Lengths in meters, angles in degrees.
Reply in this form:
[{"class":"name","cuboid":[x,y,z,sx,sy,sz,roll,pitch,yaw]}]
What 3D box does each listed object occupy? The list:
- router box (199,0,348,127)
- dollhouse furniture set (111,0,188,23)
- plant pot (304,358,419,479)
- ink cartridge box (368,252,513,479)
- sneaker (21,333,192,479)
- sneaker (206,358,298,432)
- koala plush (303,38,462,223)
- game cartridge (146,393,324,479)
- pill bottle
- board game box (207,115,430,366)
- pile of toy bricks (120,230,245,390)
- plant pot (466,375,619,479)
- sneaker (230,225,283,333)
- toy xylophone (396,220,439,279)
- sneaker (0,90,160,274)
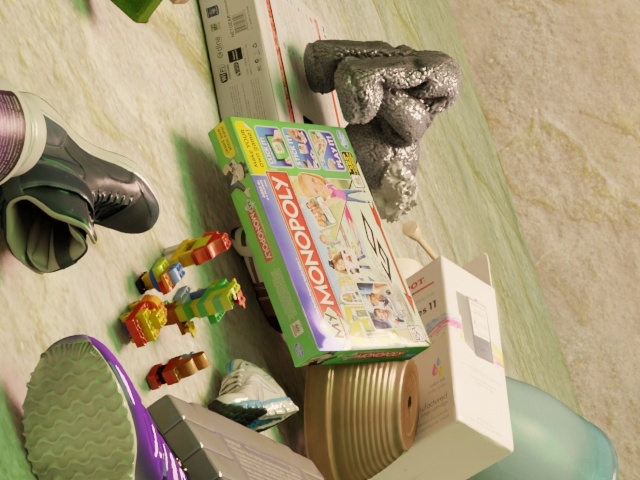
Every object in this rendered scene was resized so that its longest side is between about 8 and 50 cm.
[{"class":"router box","cuboid":[-0.051,-0.194,2.243,0.301,0.082,0.335,31,44,-64]},{"class":"dollhouse furniture set","cuboid":[-0.253,-0.410,1.879,0.301,0.151,0.197,42,13,1]},{"class":"plant pot","cuboid":[0.062,0.207,2.047,0.237,0.110,0.237,2,90,-75]},{"class":"ink cartridge box","cuboid":[0.141,0.169,2.235,0.119,0.207,0.353,31,39,-31]},{"class":"sneaker","cuboid":[-0.180,0.210,1.473,0.146,0.102,0.293,-67,141,-70]},{"class":"sneaker","cuboid":[-0.094,0.175,1.817,0.083,0.071,0.191,62,13,12]},{"class":"koala plush","cuboid":[0.087,-0.147,2.188,0.196,0.203,0.221,-133,-136,-63]},{"class":"game cartridge","cuboid":[-0.046,0.292,1.696,0.230,0.068,0.355,48,6,31]},{"class":"pill bottle","cuboid":[-0.309,-0.094,1.343,0.193,0.108,0.108,-3,76,-71]},{"class":"board game box","cuboid":[0.000,0.000,1.974,0.213,0.046,0.317,1,61,-49]},{"class":"pile of toy bricks","cuboid":[-0.128,0.069,1.726,0.212,0.105,0.118,-64,133,-65]},{"class":"plant pot","cuboid":[0.270,0.326,2.444,0.255,0.272,0.271,42,32,-32]},{"class":"sneaker","cuboid":[-0.022,0.046,2.100,0.281,0.106,0.162,-15,92,-62]},{"class":"toy xylophone","cuboid":[0.166,0.120,2.582,0.322,0.081,0.236,55,25,-43]},{"class":"sneaker","cuboid":[-0.226,-0.022,1.531,0.226,0.086,0.163,36,28,-46]}]
